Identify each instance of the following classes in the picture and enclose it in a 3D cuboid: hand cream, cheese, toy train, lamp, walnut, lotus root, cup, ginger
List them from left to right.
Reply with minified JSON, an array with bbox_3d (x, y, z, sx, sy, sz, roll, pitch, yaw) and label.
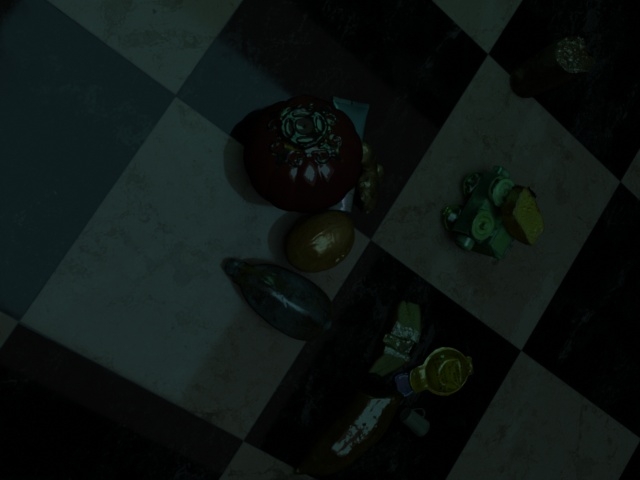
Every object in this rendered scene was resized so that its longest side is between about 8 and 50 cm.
[{"bbox_3d":[-0.108,0.147,1.653,0.322,0.140,0.158,34,84,-18],"label":"lotus root"},{"bbox_3d":[-0.043,-0.215,1.567,0.302,0.257,0.303,1,66,-1],"label":"lamp"},{"bbox_3d":[0.000,0.000,1.666,0.206,0.159,0.159,-31,106,-16],"label":"walnut"},{"bbox_3d":[0.065,-0.234,1.727,0.111,0.070,0.313,9,85,-20],"label":"hand cream"},{"bbox_3d":[0.128,-0.175,1.701,0.214,0.058,0.133,60,46,-57],"label":"ginger"},{"bbox_3d":[0.290,0.539,1.891,0.083,0.054,0.075,42,82,-17],"label":"cup"},{"bbox_3d":[0.343,0.405,1.892,0.249,0.064,0.157,-14,100,-9],"label":"cheese"},{"bbox_3d":[0.497,-0.081,1.853,0.188,0.159,0.272,33,84,-30],"label":"toy train"}]

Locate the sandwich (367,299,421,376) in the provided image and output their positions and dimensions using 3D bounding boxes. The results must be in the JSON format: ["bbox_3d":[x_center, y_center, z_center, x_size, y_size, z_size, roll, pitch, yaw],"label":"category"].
[{"bbox_3d":[0.223,0.290,1.820,0.090,0.088,0.245,26,87,-17],"label":"sandwich"}]

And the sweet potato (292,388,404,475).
[{"bbox_3d":[0.081,0.545,1.767,0.370,0.158,0.158,-47,109,-8],"label":"sweet potato"}]

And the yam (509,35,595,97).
[{"bbox_3d":[0.675,-0.505,1.831,0.128,0.238,0.129,24,80,-15],"label":"yam"}]

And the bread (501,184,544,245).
[{"bbox_3d":[0.572,-0.070,1.774,0.103,0.065,0.187,-53,130,-12],"label":"bread"}]
